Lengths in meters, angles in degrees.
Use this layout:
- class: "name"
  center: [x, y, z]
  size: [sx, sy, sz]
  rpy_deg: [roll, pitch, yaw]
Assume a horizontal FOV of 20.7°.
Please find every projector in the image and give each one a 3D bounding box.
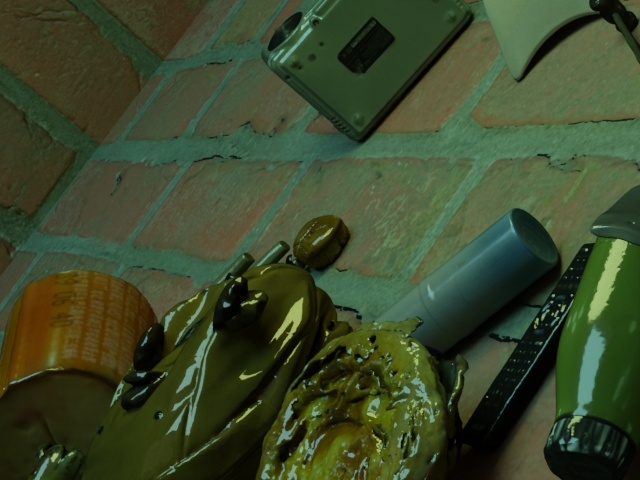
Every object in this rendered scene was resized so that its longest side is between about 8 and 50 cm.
- class: "projector"
  center: [0.065, -0.294, 2.495]
  size: [0.257, 0.192, 0.099]
  rpy_deg: [-47, 19, 6]

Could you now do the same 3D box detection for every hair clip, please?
- class: "hair clip"
  center: [0.290, -0.360, 2.246]
  size: [0.172, 0.113, 0.282]
  rpy_deg: [-35, 25, 36]

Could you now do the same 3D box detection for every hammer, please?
- class: "hammer"
  center: [0.353, -0.201, 1.934]
  size: [0.029, 0.058, 0.292]
  rpy_deg: [-49, 24, 20]

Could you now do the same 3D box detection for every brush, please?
- class: "brush"
  center: [0.312, -0.060, 1.540]
  size: [0.321, 0.060, 0.050]
  rpy_deg: [-35, -46, -58]

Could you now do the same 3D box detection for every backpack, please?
- class: "backpack"
  center: [-0.128, 0.189, 2.034]
  size: [0.353, 0.201, 0.378]
  rpy_deg: [-28, 26, 55]

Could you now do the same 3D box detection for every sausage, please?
- class: "sausage"
  center: [-0.335, 0.202, 2.418]
  size: [0.233, 0.233, 0.287]
  rpy_deg: [-44, 22, 18]

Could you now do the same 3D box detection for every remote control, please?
- class: "remote control"
  center: [0.214, 0.101, 1.710]
  size: [0.245, 0.025, 0.063]
  rpy_deg: [-55, 19, -12]

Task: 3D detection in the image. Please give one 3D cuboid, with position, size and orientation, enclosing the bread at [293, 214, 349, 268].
- class: "bread"
  center: [0.000, 0.000, 2.322]
  size: [0.081, 0.046, 0.083]
  rpy_deg: [-44, 19, 10]

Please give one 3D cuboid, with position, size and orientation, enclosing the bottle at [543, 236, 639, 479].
- class: "bottle"
  center: [0.260, 0.092, 1.498]
  size: [0.112, 0.112, 0.260]
  rpy_deg: [-25, 31, 50]

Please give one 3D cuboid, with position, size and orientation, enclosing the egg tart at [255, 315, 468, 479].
- class: "egg tart"
  center: [0.056, 0.212, 1.719]
  size: [0.297, 0.132, 0.297]
  rpy_deg: [-43, 33, 38]

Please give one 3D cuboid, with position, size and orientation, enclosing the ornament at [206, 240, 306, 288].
- class: "ornament"
  center: [-0.147, 0.109, 2.289]
  size: [0.245, 0.061, 0.230]
  rpy_deg: [-47, -9, 16]

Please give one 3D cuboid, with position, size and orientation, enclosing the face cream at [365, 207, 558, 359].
- class: "face cream"
  center: [0.136, 0.068, 1.858]
  size: [0.250, 0.077, 0.077]
  rpy_deg: [-42, 21, 27]

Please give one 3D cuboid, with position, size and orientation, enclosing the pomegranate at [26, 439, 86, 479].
- class: "pomegranate"
  center: [-0.371, 0.370, 2.223]
  size: [0.202, 0.202, 0.248]
  rpy_deg: [-21, 41, 53]
